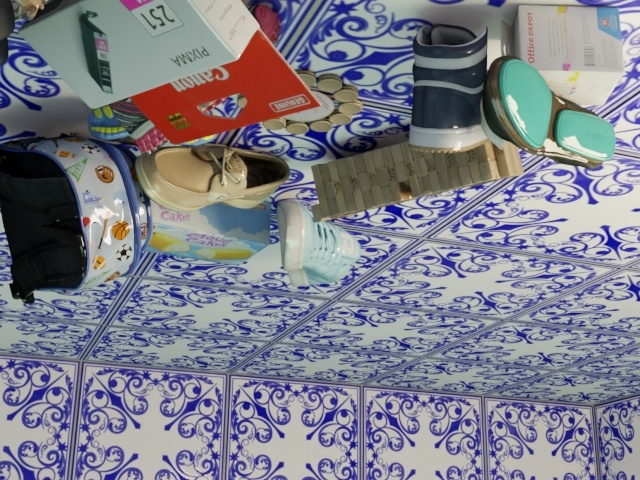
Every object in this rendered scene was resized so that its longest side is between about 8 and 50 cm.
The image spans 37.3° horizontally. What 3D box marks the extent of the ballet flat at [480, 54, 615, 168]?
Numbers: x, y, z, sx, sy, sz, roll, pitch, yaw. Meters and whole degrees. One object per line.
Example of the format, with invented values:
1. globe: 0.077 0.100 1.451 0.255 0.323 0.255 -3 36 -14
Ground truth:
1. ballet flat: 0.256 -0.143 1.159 0.096 0.095 0.280 2 166 44

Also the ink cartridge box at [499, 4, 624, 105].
1. ink cartridge box: 0.291 -0.229 1.179 0.143 0.092 0.090 2 161 0

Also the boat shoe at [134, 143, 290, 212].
1. boat shoe: -0.162 -0.108 1.488 0.098 0.109 0.302 -27 164 31

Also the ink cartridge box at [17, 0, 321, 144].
1. ink cartridge box: -0.171 -0.193 1.058 0.275 0.060 0.239 -8 133 44

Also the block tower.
1. block tower: 0.139 -0.108 1.493 0.335 0.097 0.091 -14 178 32

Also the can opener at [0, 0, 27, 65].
1. can opener: -0.371 -0.230 1.046 0.074 0.093 0.280 -2 -163 -4

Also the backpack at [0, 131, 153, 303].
1. backpack: -0.376 -0.040 1.451 0.213 0.276 0.263 -23 -161 -32

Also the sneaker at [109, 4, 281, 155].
1. sneaker: -0.172 -0.215 1.221 0.299 0.121 0.112 -28 108 37

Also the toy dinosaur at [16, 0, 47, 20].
1. toy dinosaur: -0.293 -0.315 0.903 0.295 0.200 0.127 -26 137 -12

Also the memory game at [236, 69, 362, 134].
1. memory game: -0.030 -0.201 1.390 0.186 0.012 0.186 1 160 0

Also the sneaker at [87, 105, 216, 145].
1. sneaker: -0.250 -0.175 1.420 0.188 0.067 0.078 0 -178 -3

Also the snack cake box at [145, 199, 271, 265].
1. snack cake box: -0.241 -0.031 1.764 0.264 0.089 0.152 10 159 -26

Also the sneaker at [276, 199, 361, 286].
1. sneaker: 0.000 0.000 1.811 0.150 0.135 0.366 -8 169 2

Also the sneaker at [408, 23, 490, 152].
1. sneaker: 0.191 -0.209 1.248 0.099 0.153 0.282 6 -164 24
